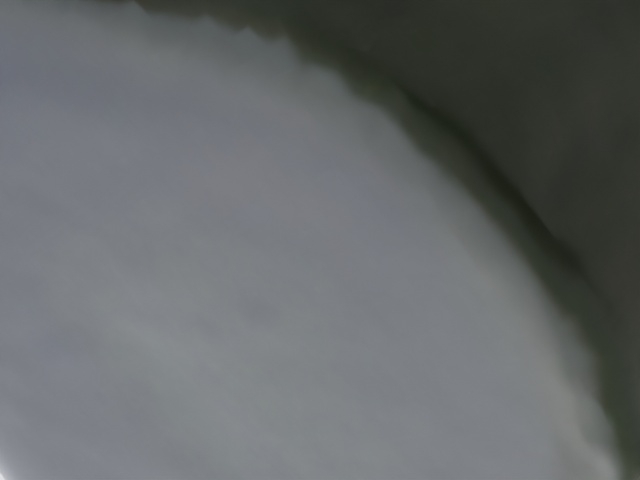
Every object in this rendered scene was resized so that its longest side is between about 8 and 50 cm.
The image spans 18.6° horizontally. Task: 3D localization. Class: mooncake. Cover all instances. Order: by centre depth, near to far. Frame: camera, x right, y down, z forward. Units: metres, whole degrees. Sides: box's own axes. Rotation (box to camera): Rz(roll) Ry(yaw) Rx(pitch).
[{"bbox_3d":[0.000,0.000,0.758,0.356,0.356,0.194,39,-132,4],"label":"mooncake"}]
